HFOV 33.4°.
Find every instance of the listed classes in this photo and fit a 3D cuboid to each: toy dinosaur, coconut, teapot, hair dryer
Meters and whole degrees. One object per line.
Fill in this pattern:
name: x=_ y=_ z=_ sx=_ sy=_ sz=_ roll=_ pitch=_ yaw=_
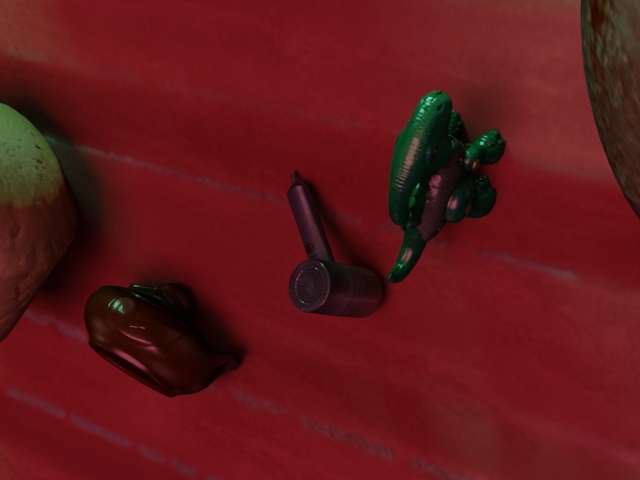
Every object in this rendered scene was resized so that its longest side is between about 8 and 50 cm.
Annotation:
toy dinosaur: x=0.065 y=-0.033 z=0.662 sx=0.059 sy=0.096 sz=0.132 roll=27 pitch=117 yaw=25
coconut: x=-0.316 y=-0.006 z=0.870 sx=0.202 sy=0.202 sz=0.222 roll=50 pitch=124 yaw=10
teapot: x=-0.125 y=0.073 z=0.847 sx=0.129 sy=0.078 sz=0.098 roll=28 pitch=161 yaw=13
hair dryer: x=0.000 y=0.000 z=0.751 sx=0.037 sy=0.063 sz=0.114 roll=-34 pitch=63 yaw=32

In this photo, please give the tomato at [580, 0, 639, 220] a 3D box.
tomato: x=0.250 y=-0.092 z=0.382 sx=0.317 sy=0.316 sz=0.283 roll=-51 pitch=60 yaw=35
